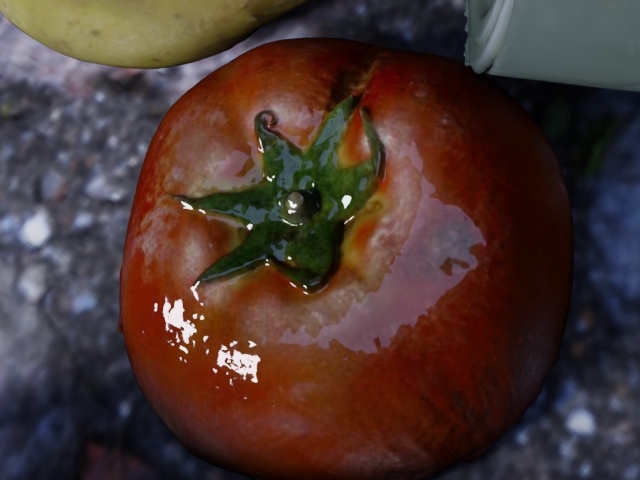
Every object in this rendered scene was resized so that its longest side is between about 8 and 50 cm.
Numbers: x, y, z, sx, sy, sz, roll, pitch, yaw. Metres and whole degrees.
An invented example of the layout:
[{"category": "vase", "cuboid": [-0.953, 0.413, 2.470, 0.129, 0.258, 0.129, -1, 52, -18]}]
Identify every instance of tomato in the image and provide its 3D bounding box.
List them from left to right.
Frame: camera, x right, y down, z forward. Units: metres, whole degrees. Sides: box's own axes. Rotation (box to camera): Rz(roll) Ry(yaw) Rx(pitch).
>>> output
[{"category": "tomato", "cuboid": [0.001, 0.000, 0.619, 0.225, 0.085, 0.225, -3, 73, 11]}]

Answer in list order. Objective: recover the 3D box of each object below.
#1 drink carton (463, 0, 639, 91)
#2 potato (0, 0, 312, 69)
[{"category": "drink carton", "cuboid": [0.165, -0.128, 0.552, 0.190, 0.185, 0.191, 8, 74, -5]}, {"category": "potato", "cuboid": [-0.031, -0.199, 0.663, 0.296, 0.141, 0.191, -22, 69, 0]}]
